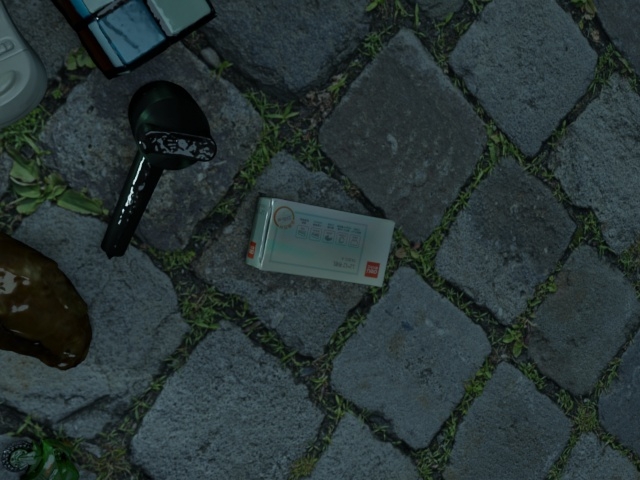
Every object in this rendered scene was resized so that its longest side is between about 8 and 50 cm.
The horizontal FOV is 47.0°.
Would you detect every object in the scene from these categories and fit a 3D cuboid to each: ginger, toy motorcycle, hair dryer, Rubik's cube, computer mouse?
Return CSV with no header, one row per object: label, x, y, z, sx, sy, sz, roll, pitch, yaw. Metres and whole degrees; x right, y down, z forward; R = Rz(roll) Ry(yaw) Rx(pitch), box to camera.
ginger,-0.468,0.087,1.102,0.321,0.172,0.165,40,42,-25
toy motorcycle,-0.444,0.397,1.221,0.106,0.074,0.190,-32,111,-27
hair dryer,-0.269,-0.087,1.142,0.116,0.244,0.303,19,104,-22
Rubik's cube,-0.290,-0.364,1.106,0.167,0.180,0.183,-40,111,-16
computer mouse,-0.514,-0.294,1.044,0.184,0.121,0.297,-37,99,-15

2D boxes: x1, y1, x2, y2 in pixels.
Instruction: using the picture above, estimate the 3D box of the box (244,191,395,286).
box,0.000,0.000,1.362,0.269,0.079,0.135,9,93,-27
